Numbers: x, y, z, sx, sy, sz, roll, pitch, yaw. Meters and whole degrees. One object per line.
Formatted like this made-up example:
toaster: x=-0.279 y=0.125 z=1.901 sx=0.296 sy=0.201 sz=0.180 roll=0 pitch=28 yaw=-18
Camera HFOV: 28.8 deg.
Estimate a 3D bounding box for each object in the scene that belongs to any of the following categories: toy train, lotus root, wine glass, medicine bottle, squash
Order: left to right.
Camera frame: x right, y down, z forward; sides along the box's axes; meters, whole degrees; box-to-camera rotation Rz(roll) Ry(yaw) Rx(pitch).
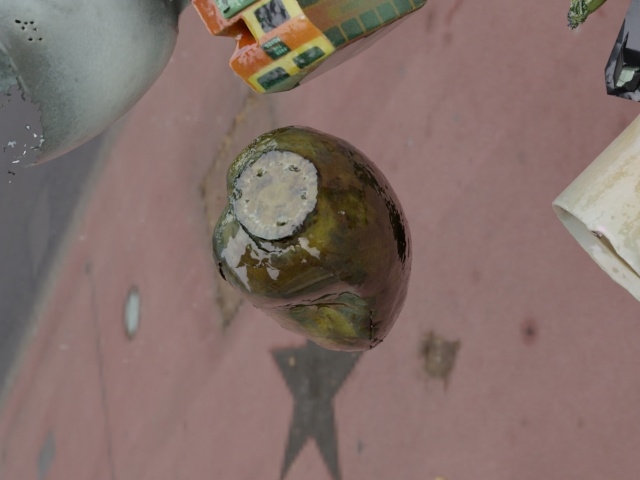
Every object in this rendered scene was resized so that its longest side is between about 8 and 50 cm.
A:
wine glass: x=-0.205 y=-0.216 z=1.208 sx=0.190 sy=0.357 sz=0.190 roll=34 pitch=145 yaw=28
toy train: x=-0.001 y=-0.162 z=0.783 sx=0.072 sy=0.188 sz=0.099 roll=-30 pitch=93 yaw=36
lotus root: x=0.000 y=0.000 z=1.053 sx=0.275 sy=0.160 sz=0.152 roll=56 pitch=-126 yaw=-70
squash: x=0.342 y=-0.321 z=1.448 sx=0.183 sy=0.052 sz=0.052 roll=-50 pitch=29 yaw=-3
medicine bottle: x=0.538 y=-0.110 z=1.699 sx=0.406 sy=0.236 sz=0.236 roll=-44 pitch=33 yaw=2

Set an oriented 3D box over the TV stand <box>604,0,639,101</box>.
TV stand: x=0.336 y=-0.253 z=1.208 sx=0.049 sy=0.040 sz=0.256 roll=-80 pitch=2 yaw=-49
